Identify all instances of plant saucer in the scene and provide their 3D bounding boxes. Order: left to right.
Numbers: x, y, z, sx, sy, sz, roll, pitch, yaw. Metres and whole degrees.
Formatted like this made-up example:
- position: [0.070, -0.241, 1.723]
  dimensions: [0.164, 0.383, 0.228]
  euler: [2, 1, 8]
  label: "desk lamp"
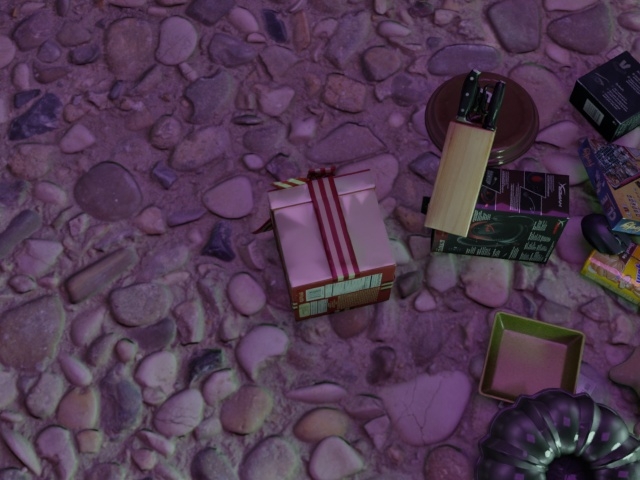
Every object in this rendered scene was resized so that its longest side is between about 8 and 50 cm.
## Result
- position: [0.393, -0.305, 1.917]
  dimensions: [0.277, 0.041, 0.278]
  euler: [-1, 64, 3]
  label: "plant saucer"
- position: [0.431, 0.257, 1.621]
  dimensions: [0.188, 0.045, 0.188]
  euler: [14, 66, 10]
  label: "plant saucer"

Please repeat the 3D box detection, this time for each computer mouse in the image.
- position: [0.654, 0.023, 1.667]
  dimensions: [0.071, 0.041, 0.242]
  euler: [-41, 66, -19]
  label: "computer mouse"

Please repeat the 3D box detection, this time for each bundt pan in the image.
- position: [0.457, 0.439, 1.470]
  dimensions: [0.330, 0.124, 0.331]
  euler: [-1, 78, 6]
  label: "bundt pan"

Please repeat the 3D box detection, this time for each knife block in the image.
- position: [0.281, -0.180, 1.507]
  dimensions: [0.088, 0.242, 0.276]
  euler: [15, 62, 11]
  label: "knife block"

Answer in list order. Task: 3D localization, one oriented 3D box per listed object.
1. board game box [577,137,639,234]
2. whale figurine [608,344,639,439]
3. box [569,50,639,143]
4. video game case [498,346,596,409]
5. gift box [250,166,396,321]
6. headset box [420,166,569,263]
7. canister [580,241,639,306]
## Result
- position: [0.683, -0.116, 1.749]
  dimensions: [0.165, 0.042, 0.243]
  euler: [9, 48, -18]
  label: "board game box"
- position: [0.707, 0.330, 1.564]
  dimensions: [0.216, 0.141, 0.272]
  euler: [-39, 45, -8]
  label: "whale figurine"
- position: [0.714, -0.343, 1.889]
  dimensions: [0.158, 0.093, 0.156]
  euler: [-30, 67, -10]
  label: "box"
- position: [0.467, 0.319, 1.625]
  dimensions: [0.143, 0.019, 0.157]
  euler: [32, 71, 17]
  label: "video game case"
- position: [0.000, 0.000, 1.672]
  dimensions: [0.276, 0.255, 0.258]
  euler: [-9, 66, -9]
  label: "gift box"
- position: [0.364, -0.056, 1.700]
  dimensions: [0.293, 0.218, 0.110]
  euler: [6, 63, 6]
  label: "headset box"
- position: [0.667, 0.064, 1.709]
  dimensions: [0.170, 0.073, 0.126]
  euler: [31, 69, 18]
  label: "canister"
